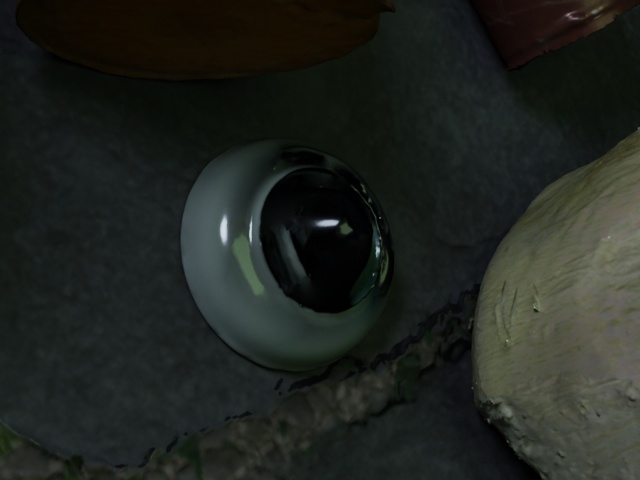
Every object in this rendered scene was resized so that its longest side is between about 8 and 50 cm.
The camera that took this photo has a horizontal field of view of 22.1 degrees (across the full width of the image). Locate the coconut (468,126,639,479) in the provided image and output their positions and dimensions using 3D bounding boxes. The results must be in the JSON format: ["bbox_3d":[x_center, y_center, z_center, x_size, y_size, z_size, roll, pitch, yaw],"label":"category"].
[{"bbox_3d":[0.259,0.057,0.992,0.297,0.255,0.297,10,73,-35],"label":"coconut"}]

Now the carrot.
[{"bbox_3d":[-0.063,-0.227,0.881,0.196,0.196,0.254,9,70,-33],"label":"carrot"}]

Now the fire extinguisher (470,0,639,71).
[{"bbox_3d":[0.097,-0.285,1.070,0.337,0.106,0.147,63,28,-6],"label":"fire extinguisher"}]

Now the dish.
[{"bbox_3d":[0.000,0.000,0.933,0.141,0.078,0.141,10,72,-34],"label":"dish"}]
